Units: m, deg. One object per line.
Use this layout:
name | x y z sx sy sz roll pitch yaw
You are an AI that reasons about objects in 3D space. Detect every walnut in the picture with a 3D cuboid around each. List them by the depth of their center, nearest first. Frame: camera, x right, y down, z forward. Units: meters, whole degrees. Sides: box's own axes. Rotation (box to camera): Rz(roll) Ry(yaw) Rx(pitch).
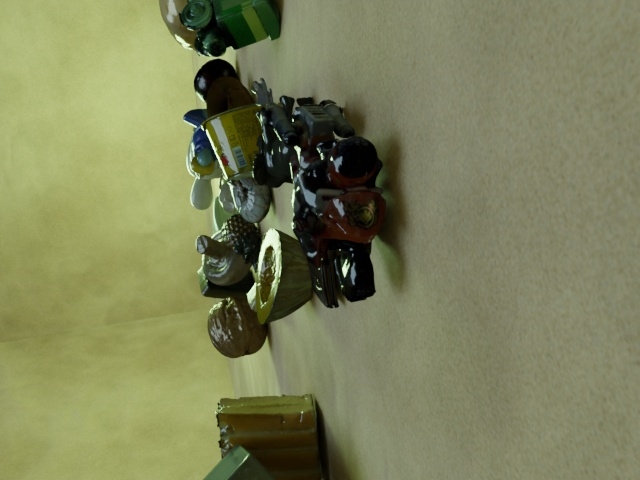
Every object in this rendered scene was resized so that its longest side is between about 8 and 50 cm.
walnut | -0.245 -0.352 1.660 0.137 0.137 0.245 108 149 -60
walnut | -0.278 0.285 2.008 0.213 0.213 0.213 172 90 -75

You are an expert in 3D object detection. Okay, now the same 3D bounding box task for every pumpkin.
pumpkin | -0.077 0.082 1.345 0.217 0.110 0.217 -175 90 -78

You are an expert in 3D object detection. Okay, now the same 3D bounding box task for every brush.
brush | -0.332 0.145 2.143 0.059 0.197 0.123 -55 41 36

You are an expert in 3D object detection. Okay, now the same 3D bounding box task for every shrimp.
shrimp | -0.218 -0.192 1.682 0.145 0.116 0.343 101 149 -50

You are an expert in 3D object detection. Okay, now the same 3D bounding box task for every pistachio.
pistachio | -0.331 -0.685 1.640 0.238 0.229 0.321 19 110 26

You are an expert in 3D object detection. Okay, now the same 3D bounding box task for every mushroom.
mushroom | -0.333 0.042 2.018 0.215 0.207 0.207 30 -144 -50
mushroom | -0.313 -0.173 2.103 0.212 0.088 0.097 -105 12 -50

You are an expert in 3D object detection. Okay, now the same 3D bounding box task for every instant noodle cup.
instant noodle cup | -0.170 -0.223 1.394 0.182 0.182 0.144 177 76 -75

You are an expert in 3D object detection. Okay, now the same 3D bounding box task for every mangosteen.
mangosteen | -0.319 -0.491 1.886 0.152 0.152 0.152 172 90 -75

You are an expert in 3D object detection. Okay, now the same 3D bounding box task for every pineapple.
pineapple | -0.221 0.015 1.855 0.251 0.125 0.125 46 143 50

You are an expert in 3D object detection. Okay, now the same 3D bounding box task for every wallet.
wallet | 0.000 0.000 1.098 0.124 0.042 0.230 -136 41 -72

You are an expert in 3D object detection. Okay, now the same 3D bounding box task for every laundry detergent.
laundry detergent | -0.371 -0.033 2.373 0.280 0.105 0.215 107 151 -62

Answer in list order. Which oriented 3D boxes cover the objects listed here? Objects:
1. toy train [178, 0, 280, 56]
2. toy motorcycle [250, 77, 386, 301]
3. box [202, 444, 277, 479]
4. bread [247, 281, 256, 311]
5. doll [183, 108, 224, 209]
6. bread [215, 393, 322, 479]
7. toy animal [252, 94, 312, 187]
toy train | -0.208 -0.535 1.299 0.120 0.202 0.301 59 -166 -63
toy motorcycle | -0.001 -0.113 0.864 0.207 0.134 0.401 98 157 -45
box | -0.089 0.593 1.202 0.344 0.177 0.352 46 161 3
bread | -0.129 0.138 1.704 0.152 0.105 0.077 -53 37 24
doll | -0.356 -0.316 2.005 0.365 0.187 0.376 147 116 -76
bread | -0.125 0.491 1.432 0.111 0.246 0.239 -83 -11 -78
toy animal | -0.078 -0.182 1.152 0.245 0.114 0.146 170 92 -76
